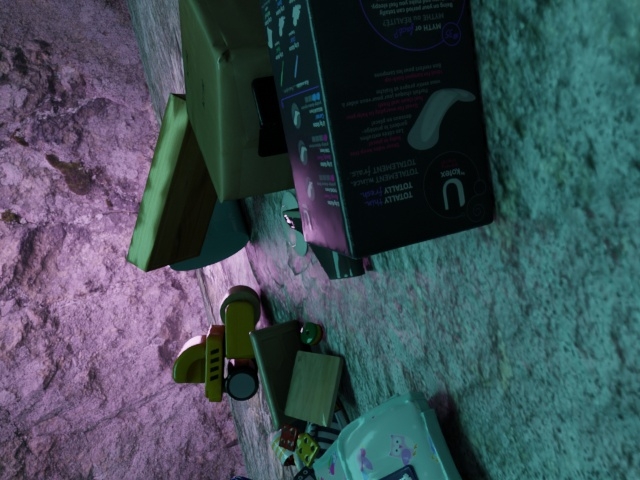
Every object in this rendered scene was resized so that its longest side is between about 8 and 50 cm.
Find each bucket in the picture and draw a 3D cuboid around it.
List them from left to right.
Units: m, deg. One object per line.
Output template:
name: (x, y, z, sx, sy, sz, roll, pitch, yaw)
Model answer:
bucket: (-0.348, -0.043, 1.728, 0.183, 0.281, 0.281, 66, 160, 16)

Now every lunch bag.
lunch bag: (0.112, 0.356, 0.832, 0.262, 0.160, 0.223, -62, 40, 47)

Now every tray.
tray: (-0.316, -0.135, 1.427, 0.076, 0.203, 0.410, 29, 112, 20)

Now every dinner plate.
dinner plate: (-0.060, -0.033, 1.273, 0.141, 0.017, 0.141, 165, 90, -73)

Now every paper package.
paper package: (-0.139, -0.284, 1.085, 0.324, 0.168, 0.309, 98, 153, -50)

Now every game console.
game console: (-0.045, -0.197, 0.936, 0.071, 0.122, 0.107, 164, 92, -71)

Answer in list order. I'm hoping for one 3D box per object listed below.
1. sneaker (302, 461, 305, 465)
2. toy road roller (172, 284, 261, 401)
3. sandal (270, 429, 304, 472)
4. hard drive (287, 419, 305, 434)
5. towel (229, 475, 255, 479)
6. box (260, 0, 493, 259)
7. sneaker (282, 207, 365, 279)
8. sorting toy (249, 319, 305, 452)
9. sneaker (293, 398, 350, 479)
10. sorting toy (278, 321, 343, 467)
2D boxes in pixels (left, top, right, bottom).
sneaker: (0.017, 0.534, 1.391, 0.190, 0.071, 0.083, 64, 153, 10)
toy road roller: (-0.296, 0.298, 1.733, 0.202, 0.241, 0.329, -147, 59, -82)
sandal: (-0.104, 0.558, 1.698, 0.265, 0.076, 0.102, -119, 4, -46)
hard drive: (-0.108, 0.396, 1.656, 0.172, 0.054, 0.254, 100, 150, -51)
towel: (-0.032, 0.580, 1.203, 0.228, 0.076, 0.308, 24, 169, 45)
box: (0.055, -0.135, 0.620, 0.143, 0.165, 0.270, -163, 62, -69)
sneaker: (0.000, 0.000, 1.011, 0.222, 0.083, 0.118, -167, 64, -68)
sorting toy: (-0.069, 0.338, 1.340, 0.229, 0.041, 0.307, 1, -108, -68)
sneaker: (-0.009, 0.428, 1.231, 0.099, 0.153, 0.282, 97, 153, -46)
sorting toy: (-0.004, 0.305, 1.210, 0.132, 0.046, 0.274, -4, 69, 49)
